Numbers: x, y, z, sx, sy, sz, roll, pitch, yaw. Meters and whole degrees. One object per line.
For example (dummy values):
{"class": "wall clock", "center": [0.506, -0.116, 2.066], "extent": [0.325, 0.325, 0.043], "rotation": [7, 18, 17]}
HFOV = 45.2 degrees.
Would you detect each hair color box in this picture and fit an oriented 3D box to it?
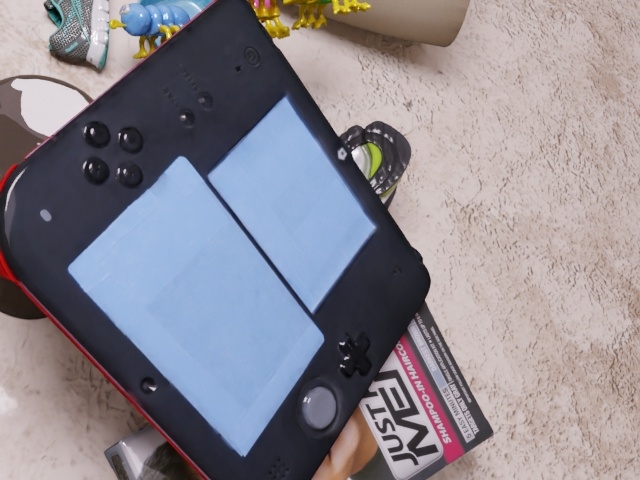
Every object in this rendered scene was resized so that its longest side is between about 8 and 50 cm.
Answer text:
{"class": "hair color box", "center": [-0.015, 0.217, 0.827], "extent": [0.374, 0.113, 0.185], "rotation": [-23, 82, -28]}

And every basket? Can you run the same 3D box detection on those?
{"class": "basket", "center": [-0.278, -0.047, 0.743], "extent": [0.154, 0.227, 0.204], "rotation": [-8, 76, -25]}

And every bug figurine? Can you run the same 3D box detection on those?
{"class": "bug figurine", "center": [-0.086, -0.264, 0.849], "extent": [0.216, 0.279, 0.072], "rotation": [-16, 99, -48]}

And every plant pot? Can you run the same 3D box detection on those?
{"class": "plant pot", "center": [0.045, -0.394, 1.023], "extent": [0.274, 0.256, 0.256], "rotation": [1, 70, -5]}

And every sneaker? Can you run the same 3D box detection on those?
{"class": "sneaker", "center": [0.000, 0.000, 0.915], "extent": [0.111, 0.121, 0.300], "rotation": [41, 79, 20]}
{"class": "sneaker", "center": [-0.291, -0.289, 0.922], "extent": [0.076, 0.065, 0.166], "rotation": [2, 69, -19]}

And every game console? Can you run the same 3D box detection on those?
{"class": "game console", "center": [-0.067, 0.015, 0.707], "extent": [0.342, 0.060, 0.386], "rotation": [-49, 117, -29]}

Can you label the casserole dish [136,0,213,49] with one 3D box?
{"class": "casserole dish", "center": [-0.157, -0.246, 0.977], "extent": [0.114, 0.037, 0.188], "rotation": [-32, 85, -29]}
